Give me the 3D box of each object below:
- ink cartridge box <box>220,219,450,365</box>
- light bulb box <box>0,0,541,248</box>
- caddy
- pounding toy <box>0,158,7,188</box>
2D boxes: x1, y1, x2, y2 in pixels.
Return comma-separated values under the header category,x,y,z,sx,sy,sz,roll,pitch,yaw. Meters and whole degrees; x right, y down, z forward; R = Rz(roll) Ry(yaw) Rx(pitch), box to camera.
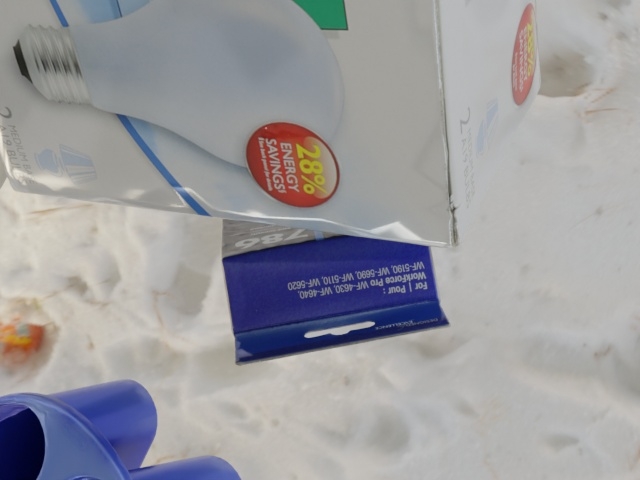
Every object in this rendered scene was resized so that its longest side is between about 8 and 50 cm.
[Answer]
category,x,y,z,sx,sy,sz,roll,pitch,yaw
ink cartridge box,0.000,0.000,0.923,0.165,0.333,0.065,-10,109,-3
light bulb box,-0.056,-0.213,0.741,0.361,0.225,0.358,7,129,23
caddy,-0.212,0.275,0.881,0.241,0.179,0.341,34,115,27
pounding toy,-0.403,-0.156,1.225,0.110,0.183,0.237,20,97,-2
